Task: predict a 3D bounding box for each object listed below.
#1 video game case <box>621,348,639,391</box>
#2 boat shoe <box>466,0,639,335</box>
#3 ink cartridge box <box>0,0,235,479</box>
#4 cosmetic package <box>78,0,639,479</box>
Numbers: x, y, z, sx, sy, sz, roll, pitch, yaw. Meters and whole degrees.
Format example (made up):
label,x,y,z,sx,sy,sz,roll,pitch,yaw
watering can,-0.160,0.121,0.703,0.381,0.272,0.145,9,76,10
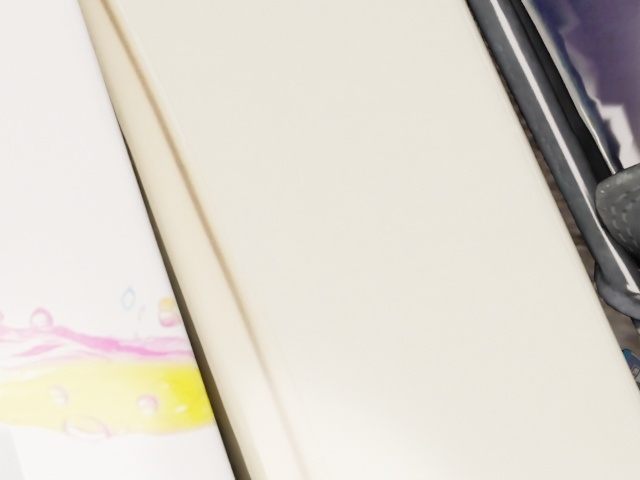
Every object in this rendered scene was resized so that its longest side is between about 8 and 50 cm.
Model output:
label,x,y,z,sx,sy,sz,roll,pitch,yaw
video game case,0.148,0.135,0.553,0.166,0.015,0.119,36,73,3
boat shoe,0.161,-0.014,0.443,0.187,0.156,0.500,-32,77,19
ink cartridge box,-0.137,0.068,0.439,0.197,0.198,0.270,-17,78,-13
cosmetic package,0.000,0.000,0.489,0.113,0.160,0.309,-20,74,-10
